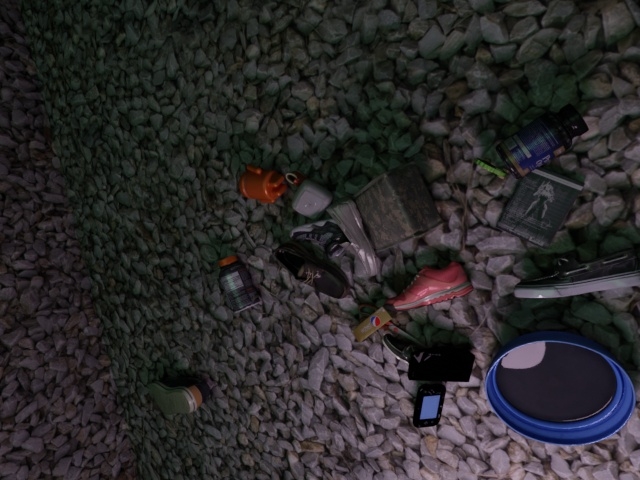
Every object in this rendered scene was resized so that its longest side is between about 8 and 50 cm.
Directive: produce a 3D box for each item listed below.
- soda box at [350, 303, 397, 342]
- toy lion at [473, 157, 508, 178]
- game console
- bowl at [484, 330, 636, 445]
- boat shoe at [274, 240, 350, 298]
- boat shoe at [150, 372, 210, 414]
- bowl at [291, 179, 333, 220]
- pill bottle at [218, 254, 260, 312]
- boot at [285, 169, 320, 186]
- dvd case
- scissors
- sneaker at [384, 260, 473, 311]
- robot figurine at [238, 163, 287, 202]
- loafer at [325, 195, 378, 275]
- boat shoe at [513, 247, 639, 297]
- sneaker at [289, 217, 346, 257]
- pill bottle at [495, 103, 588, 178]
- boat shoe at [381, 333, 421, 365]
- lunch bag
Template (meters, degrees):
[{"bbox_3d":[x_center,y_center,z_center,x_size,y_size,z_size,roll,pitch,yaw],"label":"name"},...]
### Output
[{"bbox_3d":[0.201,0.310,1.600,0.058,0.061,0.181,51,120,13],"label":"soda box"},{"bbox_3d":[0.525,-0.226,1.308,0.100,0.096,0.034,37,115,20],"label":"toy lion"},{"bbox_3d":[0.411,0.527,1.501,0.213,0.044,0.361,2,115,-1],"label":"game console"},{"bbox_3d":[0.707,0.444,1.279,0.391,0.077,0.391,9,116,18],"label":"bowl"},{"bbox_3d":[-0.048,0.131,1.698,0.355,0.130,0.132,31,113,23],"label":"boat shoe"},{"bbox_3d":[-0.749,0.809,2.239,0.500,0.156,0.186,-18,95,44],"label":"boat shoe"},{"bbox_3d":[-0.035,-0.149,1.649,0.142,0.053,0.142,28,121,-9],"label":"bowl"},{"bbox_3d":[-0.377,0.192,1.909,0.130,0.130,0.245,-26,85,32],"label":"pill bottle"},{"bbox_3d":[-0.067,-0.222,1.674,0.158,0.085,0.059,36,112,18],"label":"boot"},{"bbox_3d":[0.664,-0.105,1.293,0.165,0.018,0.221,30,113,25],"label":"dvd case"},{"bbox_3d":[0.273,0.321,1.604,0.297,0.021,0.109,13,104,30],"label":"scissors"},{"bbox_3d":[0.366,0.161,1.484,0.314,0.116,0.136,-21,78,25],"label":"sneaker"},{"bbox_3d":[-0.247,-0.234,1.754,0.219,0.158,0.128,7,80,30],"label":"robot figurine"},{"bbox_3d":[0.118,-0.004,1.548,0.112,0.112,0.319,-25,104,1],"label":"loafer"},{"bbox_3d":[0.740,0.095,1.240,0.335,0.121,0.119,-14,84,21],"label":"boat shoe"},{"bbox_3d":[0.000,0.000,1.661,0.269,0.101,0.153,-11,90,30],"label":"sneaker"},{"bbox_3d":[0.631,-0.285,1.213,0.219,0.123,0.122,-35,81,27],"label":"pill bottle"},{"bbox_3d":[0.332,0.410,1.549,0.233,0.084,0.079,36,119,12],"label":"boat shoe"},{"bbox_3d":[0.242,-0.101,1.453,0.235,0.169,0.287,65,151,2],"label":"lunch bag"}]
